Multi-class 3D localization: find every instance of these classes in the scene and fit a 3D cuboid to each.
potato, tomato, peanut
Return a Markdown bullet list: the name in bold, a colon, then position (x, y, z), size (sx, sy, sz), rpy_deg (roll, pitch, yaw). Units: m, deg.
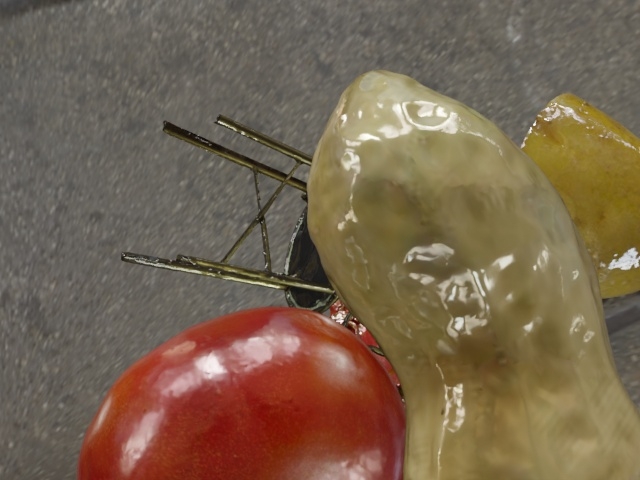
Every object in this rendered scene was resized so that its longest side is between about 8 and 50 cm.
- **potato**: position (0.274, -0.025, 1.231), size (0.158, 0.178, 0.203), rpy_deg (20, 91, 29)
- **tomato**: position (-0.041, 0.133, 0.727), size (0.195, 0.195, 0.136), rpy_deg (-7, 38, -16)
- **peanut**: position (0.072, 0.055, 0.500), size (0.101, 0.117, 0.263), rpy_deg (-18, 95, 18)

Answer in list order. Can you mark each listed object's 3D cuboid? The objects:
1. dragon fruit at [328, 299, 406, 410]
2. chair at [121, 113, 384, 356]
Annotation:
- **dragon fruit**: position (0.061, 0.103, 1.373), size (0.150, 0.133, 0.207), rpy_deg (10, 92, -25)
- **chair**: position (0.000, 0.000, 1.176), size (0.326, 0.170, 0.159), rpy_deg (21, 81, -27)
